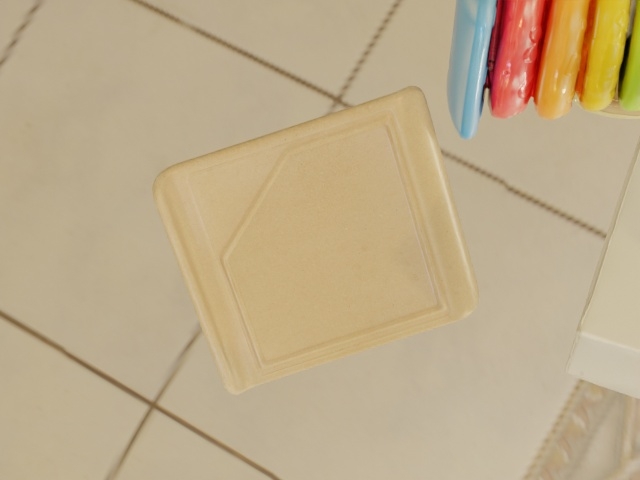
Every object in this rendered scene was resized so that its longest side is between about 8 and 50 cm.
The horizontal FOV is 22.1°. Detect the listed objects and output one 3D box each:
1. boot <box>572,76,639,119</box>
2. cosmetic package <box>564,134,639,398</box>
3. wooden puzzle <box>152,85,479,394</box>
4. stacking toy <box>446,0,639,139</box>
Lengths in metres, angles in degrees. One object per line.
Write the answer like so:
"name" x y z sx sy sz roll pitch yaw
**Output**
"boot" 0.369 -0.157 1.466 0.261 0.203 0.095 -1 94 -9
"cosmetic package" 0.326 0.019 1.230 0.224 0.138 0.225 19 75 10
"wooden puzzle" 0.000 0.000 1.382 0.238 0.221 0.044 -20 27 -4
"stacking toy" 0.261 -0.166 1.357 0.301 0.166 0.175 8 50 5
